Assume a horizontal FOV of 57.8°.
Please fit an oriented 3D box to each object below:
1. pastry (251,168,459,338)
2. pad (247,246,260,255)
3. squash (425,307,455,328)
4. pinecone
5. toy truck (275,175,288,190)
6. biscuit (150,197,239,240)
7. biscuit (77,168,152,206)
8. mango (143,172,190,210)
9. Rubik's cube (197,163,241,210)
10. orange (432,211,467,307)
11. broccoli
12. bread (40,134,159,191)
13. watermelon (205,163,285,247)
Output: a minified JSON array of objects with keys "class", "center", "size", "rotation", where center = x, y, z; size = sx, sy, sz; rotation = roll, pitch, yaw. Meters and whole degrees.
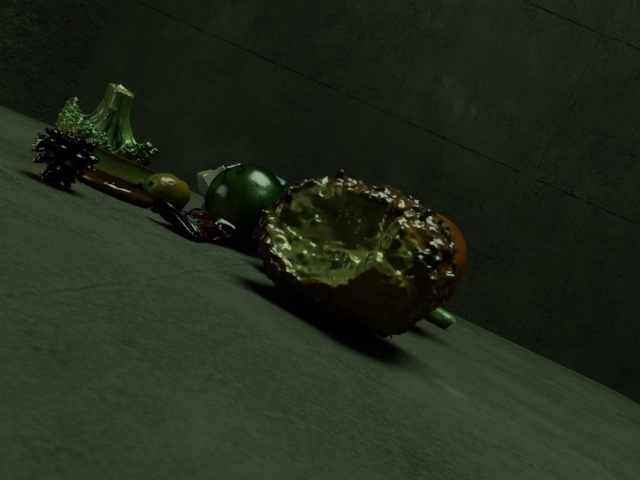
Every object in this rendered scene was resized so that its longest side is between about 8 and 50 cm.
[{"class":"pastry","center":[0.086,0.033,1.133],"size":[0.405,0.292,0.337],"rotation":[15,-15,34]},{"class":"pad","center":[-0.203,-0.055,1.806],"size":[0.300,0.202,0.005],"rotation":[26,-36,21]},{"class":"squash","center":[0.424,0.277,2.262],"size":[0.239,0.069,0.069],"rotation":[26,2,42]},{"class":"pinecone","center":[-0.541,-0.174,1.230],"size":[0.140,0.120,0.140],"rotation":[25,4,-2]},{"class":"toy truck","center":[-0.214,-0.125,2.235],"size":[0.155,0.278,0.156],"rotation":[30,37,20]},{"class":"biscuit","center":[-0.319,-0.047,1.470],"size":[0.151,0.063,0.235],"rotation":[25,4,16]},{"class":"biscuit","center":[-0.558,-0.146,1.581],"size":[0.212,0.036,0.212],"rotation":[24,1,0]},{"class":"mango","center":[-0.453,-0.139,1.751],"size":[0.125,0.111,0.233],"rotation":[37,-9,11]},{"class":"Rubik's cube","center":[-0.318,-0.136,2.039],"size":[0.213,0.265,0.224],"rotation":[-22,-5,-37]},{"class":"orange","center":[0.217,0.054,1.734],"size":[0.424,0.326,0.424],"rotation":[12,3,-1]},{"class":"broccoli","center":[-0.754,-0.370,2.013],"size":[0.375,0.302,0.249],"rotation":[30,40,6]},{"class":"bread","center":[-0.639,-0.221,1.708],"size":[0.138,0.077,0.361],"rotation":[9,-6,27]},{"class":"watermelon","center":[-0.210,-0.100,1.669],"size":[0.242,0.242,0.242],"rotation":[25,1,-1]}]
